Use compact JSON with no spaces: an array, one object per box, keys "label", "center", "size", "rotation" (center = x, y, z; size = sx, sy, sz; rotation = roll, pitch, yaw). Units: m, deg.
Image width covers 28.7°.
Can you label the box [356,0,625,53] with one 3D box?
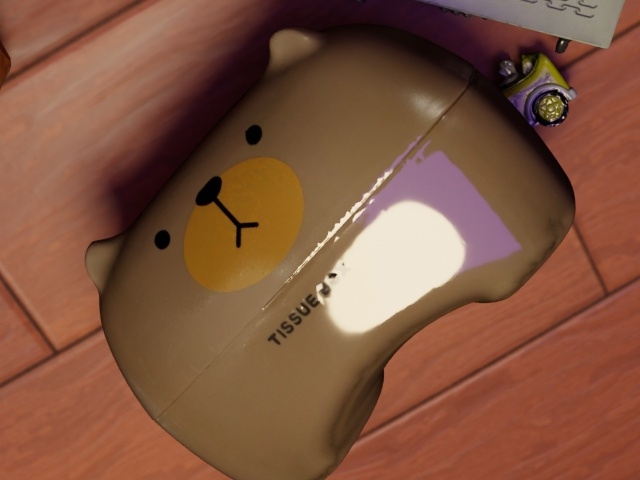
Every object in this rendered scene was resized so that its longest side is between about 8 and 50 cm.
[{"label":"box","center":[0.156,-0.286,1.102],"size":[0.270,0.045,0.210],"rotation":[10,110,-13]}]

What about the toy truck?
[{"label":"toy truck","center":[0.176,-0.126,1.158],"size":[0.111,0.076,0.077],"rotation":[-34,95,8]}]

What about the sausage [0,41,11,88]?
[{"label":"sausage","center":[-0.350,-0.085,1.055],"size":[0.133,0.133,0.258],"rotation":[20,108,-16]}]

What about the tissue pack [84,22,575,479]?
[{"label":"tissue pack","center":[0.000,0.000,1.061],"size":[0.277,0.267,0.387],"rotation":[44,107,0]}]
